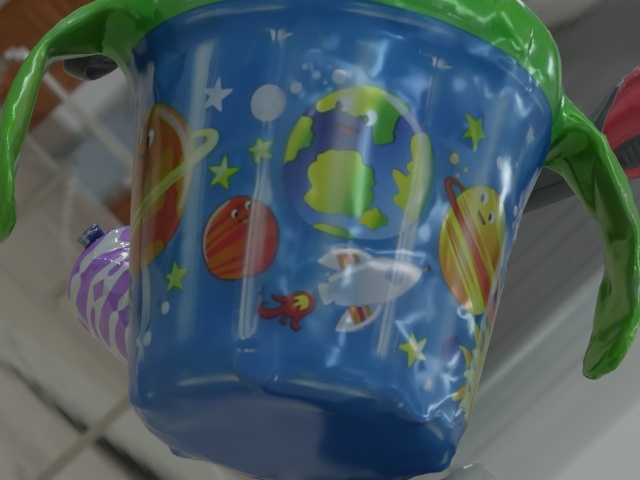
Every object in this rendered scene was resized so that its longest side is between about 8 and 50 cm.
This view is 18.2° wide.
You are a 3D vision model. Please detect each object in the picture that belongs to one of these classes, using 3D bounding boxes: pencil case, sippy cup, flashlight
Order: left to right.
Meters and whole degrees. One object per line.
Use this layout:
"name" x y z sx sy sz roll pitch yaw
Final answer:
"pencil case" -0.079 0.063 1.276 0.206 0.088 0.086 38 -23 42
"sippy cup" 0.000 0.000 1.016 0.240 0.306 0.224 52 40 -59
"flashlight" 0.192 -0.071 1.697 0.103 0.304 0.103 33 40 -66

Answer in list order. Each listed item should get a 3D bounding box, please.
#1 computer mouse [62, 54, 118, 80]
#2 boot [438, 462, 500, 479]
"computer mouse" -0.109 -0.206 1.490 0.041 0.242 0.071 54 18 11
"boot" 0.013 0.225 1.028 0.095 0.258 0.123 41 16 -55
